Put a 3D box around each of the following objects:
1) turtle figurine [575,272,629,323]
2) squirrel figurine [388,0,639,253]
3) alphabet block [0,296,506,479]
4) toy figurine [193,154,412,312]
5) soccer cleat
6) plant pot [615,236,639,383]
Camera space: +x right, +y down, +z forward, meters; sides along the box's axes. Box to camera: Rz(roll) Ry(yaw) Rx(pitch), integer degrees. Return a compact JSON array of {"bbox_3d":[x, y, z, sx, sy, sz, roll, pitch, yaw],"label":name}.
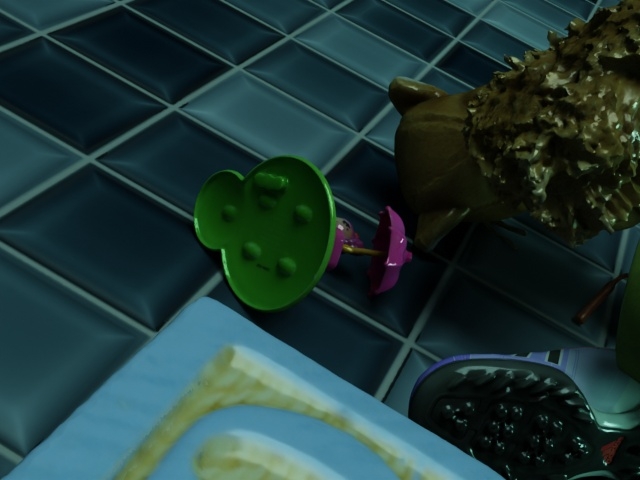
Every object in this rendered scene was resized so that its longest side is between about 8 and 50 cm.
[{"bbox_3d":[0.411,0.068,1.020,0.270,0.087,0.217,-12,8,-22],"label":"turtle figurine"},{"bbox_3d":[0.241,-0.116,0.982,0.371,0.280,0.397,-8,-6,15],"label":"squirrel figurine"},{"bbox_3d":[-0.050,0.181,0.469,0.192,0.197,0.193,32,31,9],"label":"alphabet block"},{"bbox_3d":[0.000,0.000,0.903,0.173,0.130,0.159,20,5,44],"label":"toy figurine"},{"bbox_3d":[0.190,0.132,0.828,0.318,0.108,0.116,10,22,-29],"label":"soccer cleat"},{"bbox_3d":[0.374,0.068,0.731,0.294,0.274,0.275,13,24,25],"label":"plant pot"}]
